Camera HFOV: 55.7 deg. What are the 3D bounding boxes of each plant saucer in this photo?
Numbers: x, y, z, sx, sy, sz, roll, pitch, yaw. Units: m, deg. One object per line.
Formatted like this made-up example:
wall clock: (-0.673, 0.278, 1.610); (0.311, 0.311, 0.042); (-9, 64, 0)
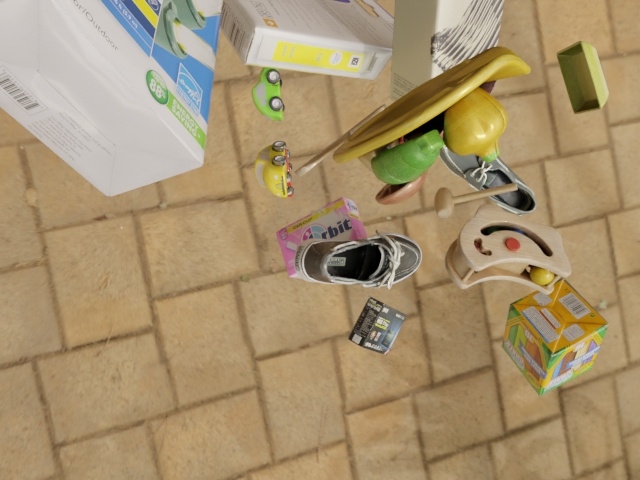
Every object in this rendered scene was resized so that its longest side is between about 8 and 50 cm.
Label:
plant saucer: (0.731, -0.452, 1.676); (0.045, 0.188, 0.188); (-20, 96, 4)

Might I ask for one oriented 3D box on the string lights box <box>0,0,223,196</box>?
string lights box: (-0.130, -0.175, 0.391); (0.133, 0.076, 0.260); (51, 31, -50)

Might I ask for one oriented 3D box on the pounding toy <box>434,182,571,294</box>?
pounding toy: (0.326, 0.002, 1.094); (0.269, 0.155, 0.154); (20, 54, 1)

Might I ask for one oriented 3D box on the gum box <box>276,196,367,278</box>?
gum box: (0.000, 0.000, 1.284); (0.188, 0.062, 0.107); (-27, 69, 24)

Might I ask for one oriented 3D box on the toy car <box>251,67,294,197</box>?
toy car: (-0.082, -0.181, 1.003); (0.053, 0.239, 0.225); (-6, 95, 0)

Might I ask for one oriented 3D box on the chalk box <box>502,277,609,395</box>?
chalk box: (0.616, 0.278, 1.630); (0.179, 0.180, 0.289); (-23, 139, -11)

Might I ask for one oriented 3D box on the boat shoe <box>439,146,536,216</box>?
boat shoe: (0.428, -0.176, 1.546); (0.319, 0.099, 0.116); (40, 96, -11)

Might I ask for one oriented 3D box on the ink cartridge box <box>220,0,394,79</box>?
ink cartridge box: (-0.031, -0.357, 0.938); (0.307, 0.304, 0.072); (-1, 134, -36)

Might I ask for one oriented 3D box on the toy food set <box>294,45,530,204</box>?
toy food set: (0.083, -0.080, 0.496); (0.128, 0.218, 0.071); (-41, 103, -24)

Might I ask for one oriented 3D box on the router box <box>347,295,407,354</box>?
router box: (0.112, 0.167, 1.173); (0.122, 0.038, 0.092); (30, 86, -57)

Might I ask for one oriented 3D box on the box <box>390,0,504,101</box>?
box: (0.162, -0.299, 0.767); (0.113, 0.094, 0.275); (-20, 131, -20)

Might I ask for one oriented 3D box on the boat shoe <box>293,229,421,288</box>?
boat shoe: (0.100, 0.036, 1.136); (0.306, 0.105, 0.113); (6, 91, -40)
